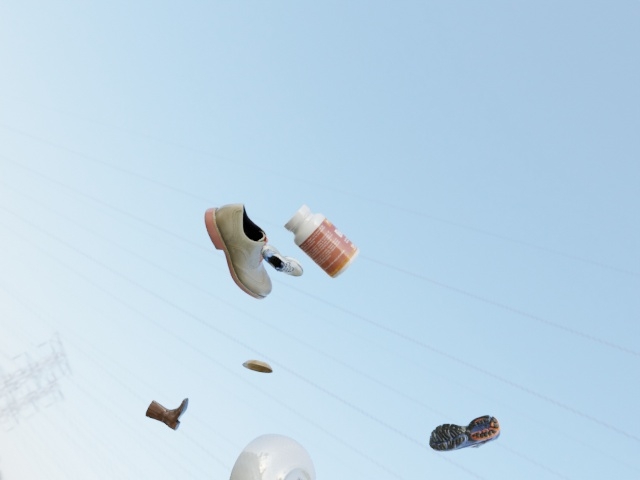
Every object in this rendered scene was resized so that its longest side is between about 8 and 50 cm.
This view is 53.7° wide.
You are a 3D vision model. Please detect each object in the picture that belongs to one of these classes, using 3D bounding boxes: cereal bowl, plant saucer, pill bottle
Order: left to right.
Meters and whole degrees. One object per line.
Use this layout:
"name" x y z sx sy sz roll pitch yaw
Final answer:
"plant saucer" -0.162 0.326 1.643 0.083 0.015 0.083 11 -25 5
"cereal bowl" -0.128 0.799 2.026 0.141 0.339 0.339 -7 -73 43
"pill bottle" 0.000 0.000 1.832 0.216 0.121 0.121 44 -37 -6

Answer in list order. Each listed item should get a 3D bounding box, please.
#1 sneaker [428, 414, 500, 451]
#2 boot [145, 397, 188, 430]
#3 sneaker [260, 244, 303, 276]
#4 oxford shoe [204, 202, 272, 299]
"sneaker" 0.422 0.577 1.838 0.221 0.083 0.087 -18 -45 23
"boot" -0.453 0.488 1.853 0.114 0.037 0.106 23 -94 16
"sneaker" -0.103 0.067 1.693 0.052 0.135 0.058 -52 -156 16
"oxford shoe" -0.202 0.039 1.818 0.130 0.123 0.348 -15 -49 15
